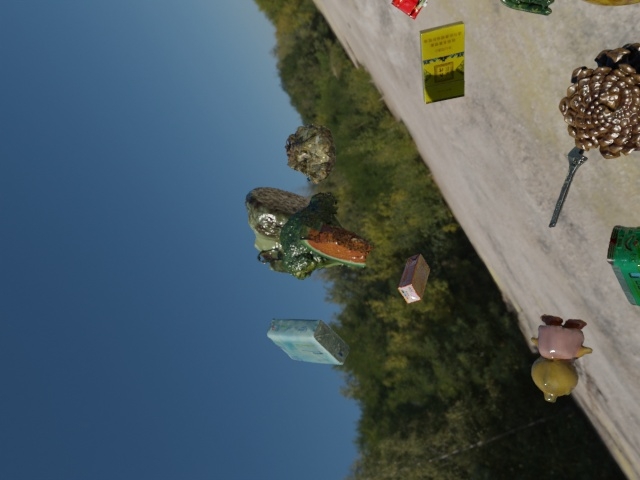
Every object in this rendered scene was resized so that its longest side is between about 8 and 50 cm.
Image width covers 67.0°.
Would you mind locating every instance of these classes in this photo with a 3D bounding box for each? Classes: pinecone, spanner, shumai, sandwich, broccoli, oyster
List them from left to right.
[{"bbox_3d":[-0.186,-0.042,2.207,0.394,0.349,0.395,16,-157,-7],"label":"shumai"},{"bbox_3d":[-0.039,-0.323,1.809,0.092,0.198,0.260,10,-117,-62],"label":"oyster"},{"bbox_3d":[0.000,0.000,1.686,0.321,0.283,0.304,126,162,-71],"label":"broccoli"},{"bbox_3d":[0.051,0.001,1.356,0.234,0.159,0.079,17,-108,-17],"label":"sandwich"},{"bbox_3d":[0.865,-0.197,1.699,0.026,0.326,0.093,23,177,-12],"label":"spanner"},{"bbox_3d":[1.027,-0.479,1.611,0.385,0.384,0.384,56,-167,-19],"label":"pinecone"}]

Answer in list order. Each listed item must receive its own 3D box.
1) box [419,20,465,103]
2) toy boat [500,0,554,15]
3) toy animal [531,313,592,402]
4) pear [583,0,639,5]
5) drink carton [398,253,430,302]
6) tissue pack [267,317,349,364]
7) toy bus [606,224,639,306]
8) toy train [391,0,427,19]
[{"bbox_3d":[0.446,-0.641,1.762,0.041,0.152,0.279,-95,-8,-45],"label":"box"},{"bbox_3d":[0.683,-0.809,1.604,0.210,0.052,0.104,39,162,42],"label":"toy boat"},{"bbox_3d":[0.788,0.393,1.605,0.168,0.195,0.282,12,-95,-45],"label":"toy animal"},{"bbox_3d":[0.615,-0.599,0.938,0.281,0.280,0.281,56,-167,-19],"label":"pear"},{"bbox_3d":[0.412,0.164,2.114,0.096,0.070,0.223,55,-143,-18],"label":"drink carton"},{"bbox_3d":[-0.049,0.351,1.682,0.177,0.263,0.089,48,-123,-28],"label":"tissue pack"},{"bbox_3d":[1.186,0.098,1.740,0.343,0.199,0.184,41,-116,-35],"label":"toy bus"},{"bbox_3d":[0.278,-0.691,1.245,0.082,0.204,0.131,28,-124,-13],"label":"toy train"}]
